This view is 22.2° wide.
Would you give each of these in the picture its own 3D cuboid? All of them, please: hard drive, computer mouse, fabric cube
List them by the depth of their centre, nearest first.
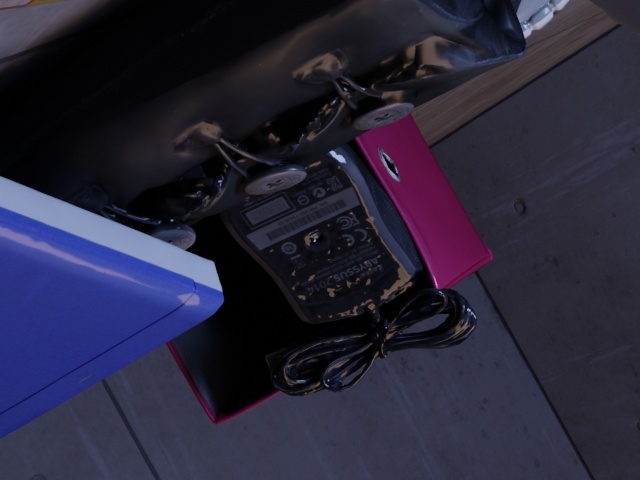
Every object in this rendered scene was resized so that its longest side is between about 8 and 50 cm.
[{"bbox_3d":[-0.230,0.034,0.910,0.210,0.040,0.318,-30,151,23],"label":"hard drive"},{"bbox_3d":[0.000,0.000,1.346,0.188,0.272,0.072,-20,-143,12],"label":"computer mouse"},{"bbox_3d":[-0.020,-0.014,1.557,0.259,0.254,0.258,-30,177,18],"label":"fabric cube"}]

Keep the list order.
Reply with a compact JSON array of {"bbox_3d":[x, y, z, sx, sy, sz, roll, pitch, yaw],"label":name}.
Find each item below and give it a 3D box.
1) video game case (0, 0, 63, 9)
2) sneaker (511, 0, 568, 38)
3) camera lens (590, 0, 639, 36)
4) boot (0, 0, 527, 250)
[{"bbox_3d":[-0.054,-0.163,0.704,0.204,0.025,0.285,-31,177,29],"label":"video game case"},{"bbox_3d":[0.150,-0.223,1.067,0.228,0.086,0.132,-32,143,-7],"label":"sneaker"},{"bbox_3d":[0.234,-0.214,0.670,0.274,0.219,0.219,-28,178,-29],"label":"camera lens"},{"bbox_3d":[-0.068,-0.063,1.079,0.445,0.146,0.367,-33,169,19],"label":"boot"}]
